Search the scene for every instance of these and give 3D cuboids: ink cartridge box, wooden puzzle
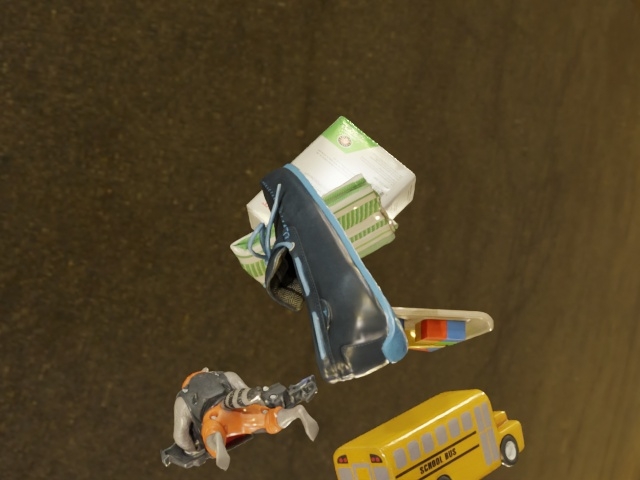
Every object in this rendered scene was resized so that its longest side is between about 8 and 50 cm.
[{"bbox_3d":[0.021,-0.078,2.163,0.289,0.211,0.121,-43,163,-15],"label":"ink cartridge box"},{"bbox_3d":[0.193,0.213,2.490,0.322,0.347,0.081,137,-40,-72],"label":"wooden puzzle"}]

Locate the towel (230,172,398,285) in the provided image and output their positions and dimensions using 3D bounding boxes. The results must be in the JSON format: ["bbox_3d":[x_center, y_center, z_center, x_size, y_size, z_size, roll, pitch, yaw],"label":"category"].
[{"bbox_3d":[0.000,0.000,1.714,0.038,0.247,0.325,62,4,17],"label":"towel"}]

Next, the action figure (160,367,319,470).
[{"bbox_3d":[-0.141,0.299,1.975,0.341,0.330,0.179,-28,110,-27],"label":"action figure"}]

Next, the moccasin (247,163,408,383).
[{"bbox_3d":[-0.019,0.026,1.235,0.116,0.342,0.138,-31,129,-1],"label":"moccasin"}]

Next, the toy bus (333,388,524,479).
[{"bbox_3d":[0.170,0.314,1.567,0.332,0.108,0.130,-17,92,-47],"label":"toy bus"}]
